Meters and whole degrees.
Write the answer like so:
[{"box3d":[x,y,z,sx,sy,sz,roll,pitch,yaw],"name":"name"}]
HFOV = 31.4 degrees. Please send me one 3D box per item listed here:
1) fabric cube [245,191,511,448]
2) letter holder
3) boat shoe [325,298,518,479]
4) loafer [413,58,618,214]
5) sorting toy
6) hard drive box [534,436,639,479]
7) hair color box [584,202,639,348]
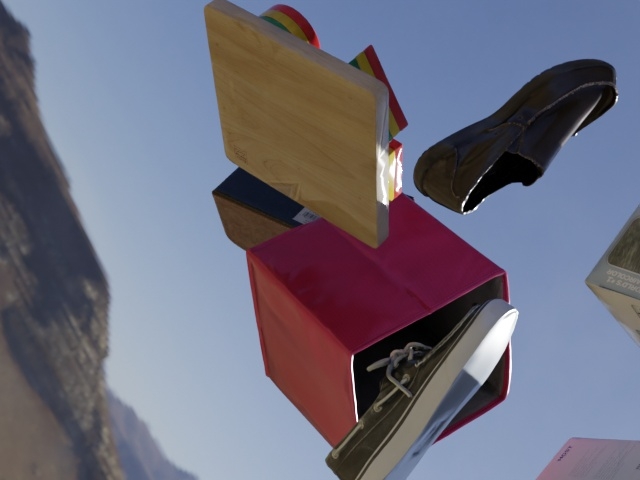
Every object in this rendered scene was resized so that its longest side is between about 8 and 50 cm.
[{"box3d":[0.081,0.121,1.575,0.258,0.259,0.254,42,-30,44],"name":"fabric cube"},{"box3d":[0.000,0.000,1.875,0.302,0.152,0.214,24,-35,31],"name":"letter holder"},{"box3d":[0.114,0.178,1.367,0.105,0.306,0.113,42,22,24],"name":"boat shoe"},{"box3d":[0.198,-0.089,1.082,0.078,0.220,0.080,56,-1,34],"name":"loafer"},{"box3d":[-0.005,-0.156,1.373,0.257,0.089,0.255,32,-32,27],"name":"sorting toy"},{"box3d":[0.380,0.359,1.535,0.089,0.181,0.232,52,-24,-11],"name":"hard drive box"},{"box3d":[0.454,0.129,1.181,0.374,0.113,0.185,43,-11,-33],"name":"hair color box"}]
